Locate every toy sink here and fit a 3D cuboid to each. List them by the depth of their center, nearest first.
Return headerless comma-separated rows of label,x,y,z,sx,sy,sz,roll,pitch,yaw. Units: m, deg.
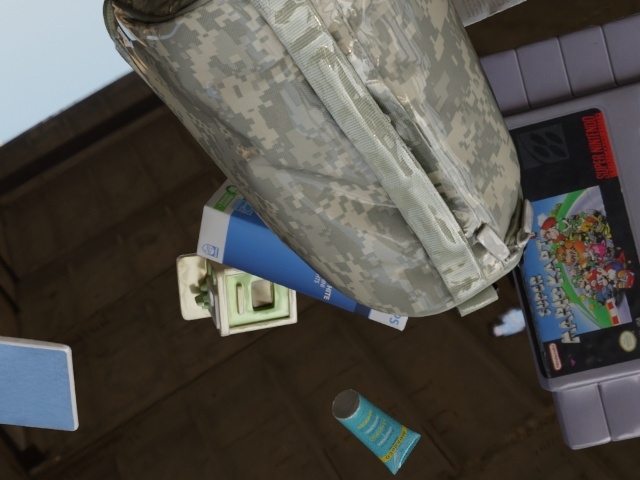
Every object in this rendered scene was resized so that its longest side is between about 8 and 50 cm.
toy sink,-0.178,0.106,1.764,0.234,0.153,0.131,-7,-160,-17

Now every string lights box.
string lights box,0.000,0.000,0.987,0.259,0.077,0.133,19,-145,7

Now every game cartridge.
game cartridge,0.277,-0.012,0.715,0.230,0.355,0.068,-14,-179,3

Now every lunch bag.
lunch bag,0.007,-0.106,0.591,0.212,0.305,0.256,-35,-149,5

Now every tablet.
tablet,-0.162,0.079,0.452,0.054,0.083,0.006,7,-134,-6

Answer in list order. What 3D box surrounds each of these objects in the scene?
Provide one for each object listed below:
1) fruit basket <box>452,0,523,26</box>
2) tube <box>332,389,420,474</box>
fruit basket,0.120,-0.391,1.055,0.353,0.165,0.327,-20,-111,6
tube,0.094,0.314,1.362,0.080,0.207,0.052,-50,-140,-6
